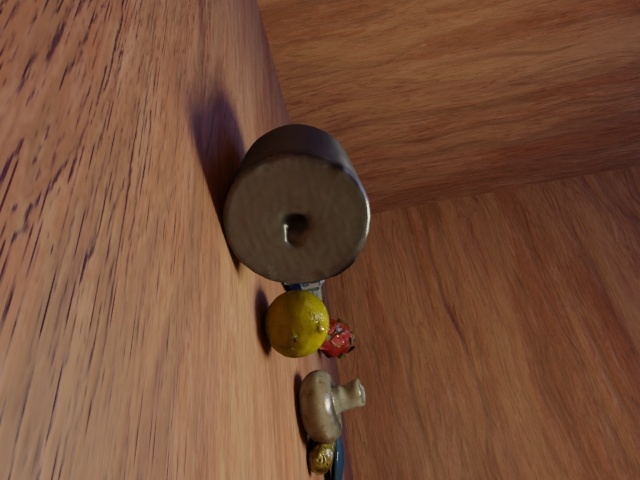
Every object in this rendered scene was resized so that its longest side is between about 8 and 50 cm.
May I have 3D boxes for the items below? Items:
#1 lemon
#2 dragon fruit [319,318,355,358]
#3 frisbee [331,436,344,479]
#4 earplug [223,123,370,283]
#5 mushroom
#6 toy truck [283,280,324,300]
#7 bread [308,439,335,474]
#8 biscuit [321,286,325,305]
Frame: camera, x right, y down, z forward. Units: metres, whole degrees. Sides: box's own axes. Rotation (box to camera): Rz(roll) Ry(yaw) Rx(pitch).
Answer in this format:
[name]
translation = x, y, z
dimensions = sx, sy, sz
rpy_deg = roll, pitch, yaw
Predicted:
[lemon]
translation = -0.064, 0.215, 1.086
dimensions = 0.206, 0.173, 0.173
rpy_deg = -145, -140, -64
[dragon fruit]
translation = 0.080, 0.526, 2.215
dimensions = 0.227, 0.224, 0.224
rpy_deg = 106, -25, -83
[frisbee]
translation = 0.075, 0.939, 1.756
dimensions = 0.289, 0.049, 0.289
rpy_deg = 2, 90, -90
[earplug]
translation = -0.055, -0.121, 1.026
dimensions = 0.394, 0.312, 0.313
rpy_deg = -95, 174, -62
[mushroom]
translation = 0.041, 0.548, 1.388
dimensions = 0.243, 0.243, 0.243
rpy_deg = -10, 90, -87
[toy truck]
translation = -0.060, 0.126, 1.506
dimensions = 0.124, 0.155, 0.268
rpy_deg = -96, 175, -50
[bread]
translation = 0.009, 0.727, 1.448
dimensions = 0.087, 0.098, 0.269
rpy_deg = 51, 0, 7
[biscuit]
translation = -0.020, 0.279, 2.515
dimensions = 0.385, 0.062, 0.365
rpy_deg = 76, 5, -51
